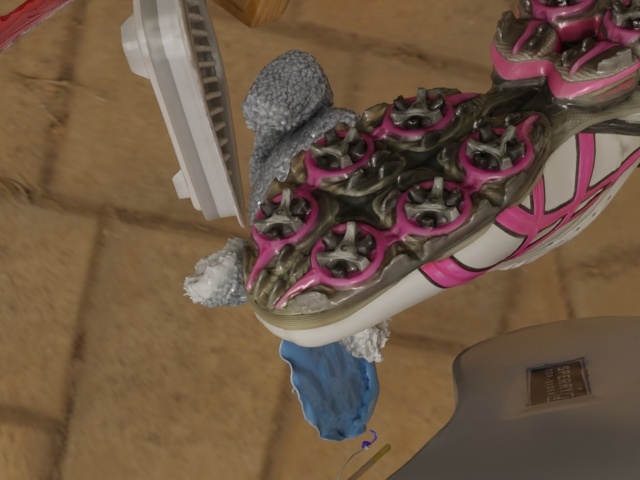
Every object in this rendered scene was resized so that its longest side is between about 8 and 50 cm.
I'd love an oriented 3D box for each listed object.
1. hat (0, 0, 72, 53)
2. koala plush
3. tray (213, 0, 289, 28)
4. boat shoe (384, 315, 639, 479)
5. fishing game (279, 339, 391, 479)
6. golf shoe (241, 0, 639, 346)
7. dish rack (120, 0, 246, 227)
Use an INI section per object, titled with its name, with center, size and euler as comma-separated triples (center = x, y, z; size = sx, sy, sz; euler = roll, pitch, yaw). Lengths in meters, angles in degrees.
[hat]
center = -0.221, -0.030, 0.840
size = 0.184, 0.173, 0.208
euler = 9, 120, -14
[koala plush]
center = 0.000, 0.000, 1.340
size = 0.196, 0.221, 0.203
euler = 20, 133, -2
[tray]
center = -0.061, -0.461, 1.798
size = 0.203, 0.076, 0.411
euler = 38, 124, 16
[boat shoe]
center = 0.070, 0.091, 0.475
size = 0.096, 0.267, 0.088
euler = -11, 98, 8
[fishing game]
center = 0.003, 0.118, 1.674
size = 0.041, 0.189, 0.264
euler = -14, 103, 28
[golf shoe]
center = 0.055, -0.014, 0.527
size = 0.186, 0.067, 0.086
euler = -35, 136, -27
[dish rack]
center = -0.150, -0.195, 1.719
size = 0.072, 0.285, 0.333
euler = -13, 142, 2
